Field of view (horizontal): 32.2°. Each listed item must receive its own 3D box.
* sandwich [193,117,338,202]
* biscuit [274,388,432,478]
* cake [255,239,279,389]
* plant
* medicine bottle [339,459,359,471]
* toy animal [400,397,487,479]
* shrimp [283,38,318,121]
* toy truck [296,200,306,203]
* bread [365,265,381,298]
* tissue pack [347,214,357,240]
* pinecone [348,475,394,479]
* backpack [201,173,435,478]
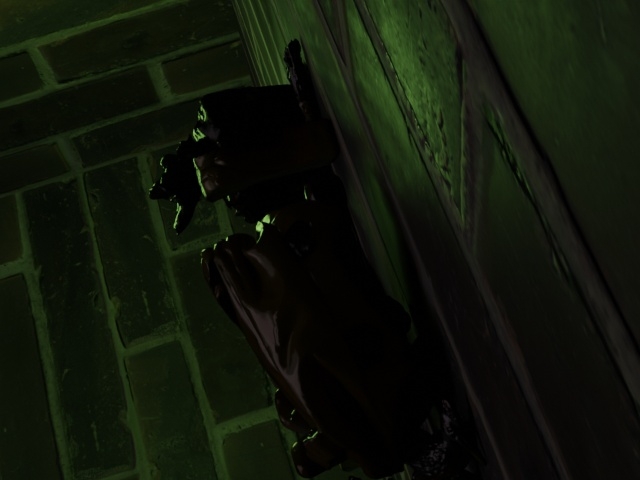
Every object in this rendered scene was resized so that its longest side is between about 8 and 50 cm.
[{"bbox_3d":[-0.083,-0.122,1.688,0.186,0.214,0.065,161,91,-84],"label":"sandwich"},{"bbox_3d":[0.050,0.261,1.533,0.164,0.207,0.047,-113,26,-54],"label":"biscuit"},{"bbox_3d":[-0.046,0.131,2.317,0.309,0.237,0.230,-117,6,-59],"label":"cake"},{"bbox_3d":[-0.152,-0.141,1.941,0.215,0.312,0.213,71,-177,-62],"label":"plant"},{"bbox_3d":[0.061,0.269,2.001,0.141,0.137,0.250,-116,9,-66],"label":"medicine bottle"},{"bbox_3d":[0.132,0.232,1.178,0.105,0.070,0.202,24,144,21],"label":"toy animal"},{"bbox_3d":[-0.034,-0.250,1.764,0.091,0.034,0.161,-110,4,-56],"label":"shrimp"},{"bbox_3d":[-0.056,-0.166,2.206,0.116,0.085,0.191,30,-139,-87],"label":"toy truck"},{"bbox_3d":[0.059,0.153,1.729,0.210,0.099,0.235,-114,7,-66],"label":"bread"},{"bbox_3d":[0.006,0.003,1.853,0.170,0.103,0.090,87,158,-80],"label":"tissue pack"},{"bbox_3d":[0.052,0.502,1.431,0.398,0.397,0.398,163,90,-87],"label":"pinecone"},{"bbox_3d":[0.015,0.121,1.345,0.354,0.201,0.378,61,177,20],"label":"backpack"}]
